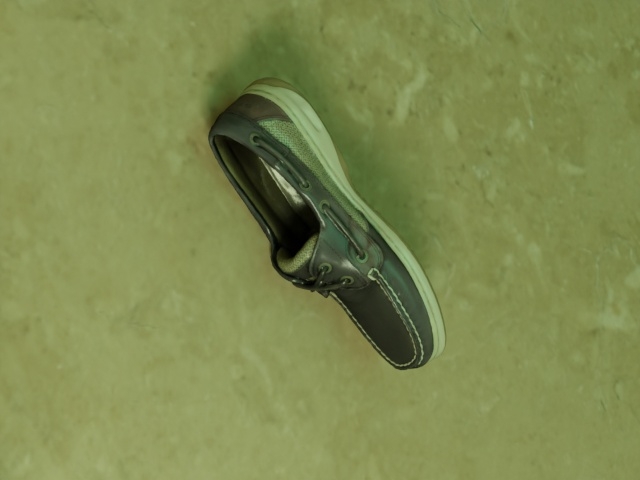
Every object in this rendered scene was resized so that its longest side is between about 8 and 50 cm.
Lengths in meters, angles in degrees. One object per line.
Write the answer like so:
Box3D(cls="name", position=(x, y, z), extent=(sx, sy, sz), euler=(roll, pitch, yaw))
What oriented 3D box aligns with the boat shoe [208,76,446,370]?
Box3D(cls="boat shoe", position=(0.000, 0.000, 1.564), extent=(0.092, 0.103, 0.285), euler=(-39, 102, -36))
